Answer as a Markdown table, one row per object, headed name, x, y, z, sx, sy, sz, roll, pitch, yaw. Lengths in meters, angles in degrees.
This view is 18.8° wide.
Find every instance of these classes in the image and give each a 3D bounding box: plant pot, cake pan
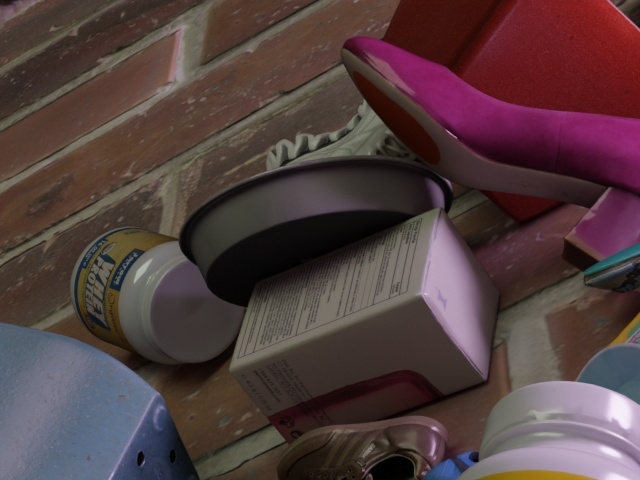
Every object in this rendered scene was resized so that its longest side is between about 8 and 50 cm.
| name | x | y | z | sx | sy | sz | roll | pitch | yaw |
| --- | --- | --- | --- | --- | --- | --- | --- | --- | --- |
| plant pot | -0.271 | 0.246 | 1.965 | 0.252 | 0.248 | 0.247 | 0 | 41 | 24 |
| cake pan | 0.000 | 0.000 | 2.022 | 0.293 | 0.293 | 0.054 | -23 | 64 | 26 |
| plant pot | 0.206 | -0.180 | 2.067 | 0.236 | 0.267 | 0.267 | -47 | 25 | 8 |

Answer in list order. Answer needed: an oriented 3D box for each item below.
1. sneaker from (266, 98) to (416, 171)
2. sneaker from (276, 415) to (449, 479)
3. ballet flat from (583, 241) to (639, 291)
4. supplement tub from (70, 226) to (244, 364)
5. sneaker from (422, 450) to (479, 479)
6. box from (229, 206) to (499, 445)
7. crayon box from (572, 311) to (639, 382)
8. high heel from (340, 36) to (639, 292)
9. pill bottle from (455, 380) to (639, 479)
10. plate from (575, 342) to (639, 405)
| name | x | y | z | sx | sy | sz | roll | pitch | yaw |
| --- | --- | --- | --- | --- | --- | --- | --- | --- | --- |
| sneaker | 0.058 | -0.098 | 2.276 | 0.292 | 0.110 | 0.118 | -31 | 33 | 30 |
| sneaker | 0.031 | 0.215 | 1.827 | 0.188 | 0.066 | 0.071 | -20 | 32 | 31 |
| ballet flat | 0.336 | 0.012 | 1.785 | 0.188 | 0.070 | 0.070 | -30 | 27 | 5 |
| supplement tub | -0.189 | 0.065 | 2.247 | 0.144 | 0.144 | 0.199 | -46 | 27 | -18 |
| sneaker | 0.156 | 0.231 | 1.648 | 0.082 | 0.069 | 0.209 | -38 | 26 | -11 |
| box | 0.046 | 0.090 | 1.943 | 0.232 | 0.127 | 0.149 | -22 | 30 | 26 |
| crayon box | 0.390 | 0.058 | 1.627 | 0.323 | 0.083 | 0.203 | -44 | 27 | -16 |
| high heel | 0.206 | -0.122 | 1.903 | 0.181 | 0.377 | 0.127 | -50 | -8 | -13 |
| pill bottle | 0.164 | 0.273 | 1.397 | 0.188 | 0.188 | 0.334 | -18 | 38 | 33 |
| plate | 0.258 | 0.174 | 1.547 | 0.024 | 0.188 | 0.188 | -2 | 11 | -29 |
